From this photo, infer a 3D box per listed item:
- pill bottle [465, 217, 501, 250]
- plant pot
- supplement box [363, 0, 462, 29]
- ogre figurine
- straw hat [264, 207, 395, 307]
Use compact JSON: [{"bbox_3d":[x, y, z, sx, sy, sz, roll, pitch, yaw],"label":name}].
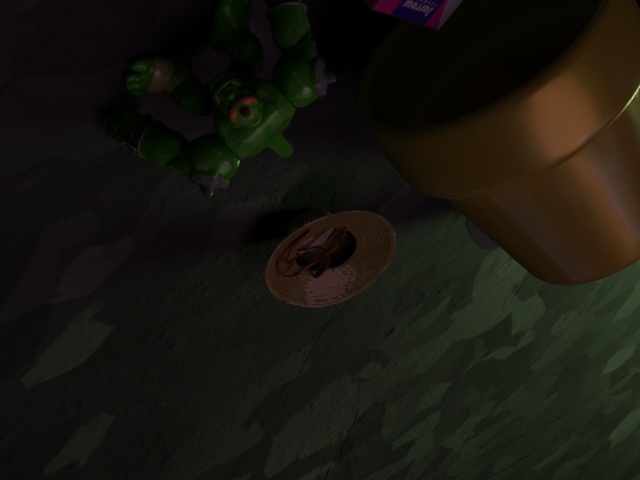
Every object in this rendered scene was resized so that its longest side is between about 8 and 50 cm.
[{"bbox_3d":[0.249,-0.036,1.860,0.160,0.087,0.087,-16,145,-42],"label":"pill bottle"},{"bbox_3d":[0.198,-0.098,1.397,0.254,0.254,0.239,-40,120,-2],"label":"plant pot"},{"bbox_3d":[0.101,-0.287,1.222,0.220,0.114,0.111,-49,154,22],"label":"supplement box"},{"bbox_3d":[-0.070,-0.121,1.246,0.197,0.118,0.097,-35,154,-14],"label":"ogre figurine"},{"bbox_3d":[0.000,0.000,1.606,0.145,0.061,0.144,-17,138,-15],"label":"straw hat"}]
